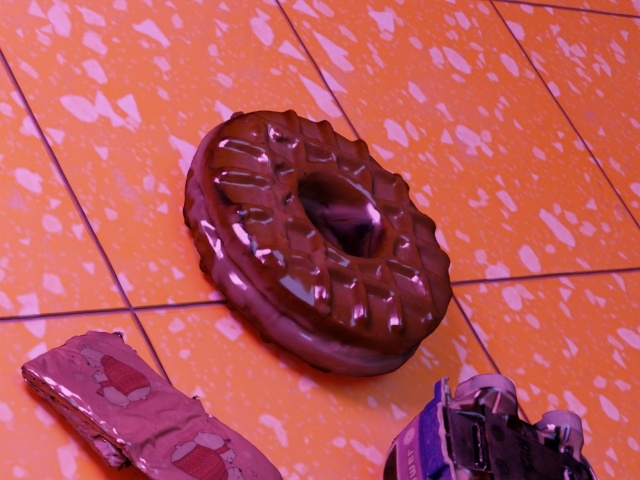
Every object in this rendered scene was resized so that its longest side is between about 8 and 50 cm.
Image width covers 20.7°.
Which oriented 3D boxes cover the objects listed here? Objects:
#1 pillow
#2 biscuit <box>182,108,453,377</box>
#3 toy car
[{"bbox_3d":[-0.149,0.175,1.585,0.248,0.049,0.135,39,31,10],"label":"pillow"},{"bbox_3d":[0.000,0.000,1.893,0.332,0.103,0.332,28,37,-24],"label":"biscuit"},{"bbox_3d":[0.175,0.257,1.750,0.235,0.158,0.172,27,38,-27],"label":"toy car"}]
